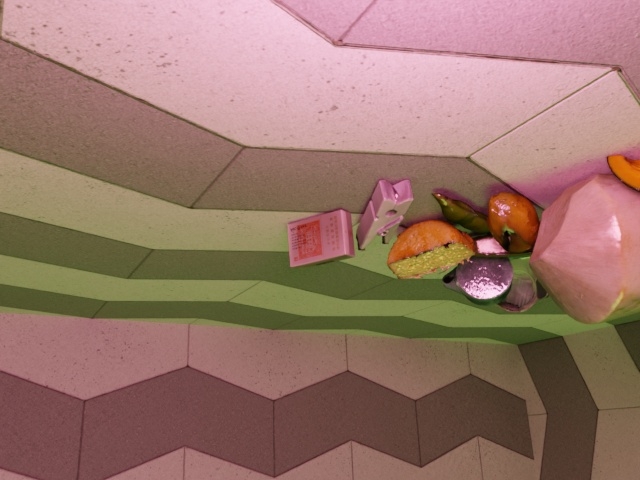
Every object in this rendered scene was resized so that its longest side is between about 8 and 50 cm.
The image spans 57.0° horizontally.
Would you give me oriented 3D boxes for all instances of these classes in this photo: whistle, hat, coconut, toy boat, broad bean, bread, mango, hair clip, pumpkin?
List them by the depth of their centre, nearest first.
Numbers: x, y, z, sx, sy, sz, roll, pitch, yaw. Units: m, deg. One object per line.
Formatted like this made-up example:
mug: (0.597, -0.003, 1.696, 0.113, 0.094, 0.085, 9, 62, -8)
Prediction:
pumpkin: (0.832, -0.148, 1.406, 0.254, 0.149, 0.130, -11, 151, 20)
coconut: (0.734, 0.017, 1.547, 0.415, 0.415, 0.344, 3, -177, -14)
mango: (0.529, -0.054, 1.645, 0.156, 0.151, 0.248, 28, 177, 39)
hair clip: (0.177, -0.066, 1.652, 0.101, 0.085, 0.331, -2, 160, -8)
broad bean: (0.415, -0.071, 1.701, 0.077, 0.061, 0.339, 1, 168, 44)
bread: (0.336, 0.016, 1.833, 0.260, 0.147, 0.160, -23, 144, 32)
toy boat: (0.632, 0.008, 1.921, 0.321, 0.089, 0.121, -8, 176, 18)
whistle: (0.629, 0.079, 2.056, 0.404, 0.188, 0.168, -40, 158, 3)
hat: (0.759, 0.155, 2.289, 0.232, 0.161, 0.275, 7, 138, 10)

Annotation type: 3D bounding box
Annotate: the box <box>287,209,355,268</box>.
box: (0.000, 0.000, 1.741, 0.201, 0.141, 0.058, -13, 163, 33)
